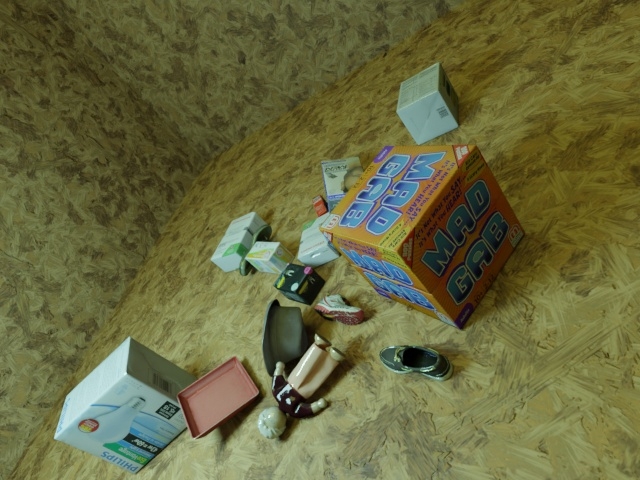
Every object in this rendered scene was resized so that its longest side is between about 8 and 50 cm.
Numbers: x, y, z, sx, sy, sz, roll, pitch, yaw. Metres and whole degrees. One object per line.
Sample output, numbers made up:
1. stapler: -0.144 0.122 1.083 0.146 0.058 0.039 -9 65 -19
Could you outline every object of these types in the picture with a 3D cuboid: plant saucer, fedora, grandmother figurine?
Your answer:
1. plant saucer: -0.368 0.568 1.551 0.259 0.048 0.258 -31 30 -18
2. fedora: -0.113 0.328 1.488 0.124 0.244 0.275 -6 25 5
3. grandmother figurine: -0.075 0.457 1.327 0.207 0.104 0.342 34 86 41

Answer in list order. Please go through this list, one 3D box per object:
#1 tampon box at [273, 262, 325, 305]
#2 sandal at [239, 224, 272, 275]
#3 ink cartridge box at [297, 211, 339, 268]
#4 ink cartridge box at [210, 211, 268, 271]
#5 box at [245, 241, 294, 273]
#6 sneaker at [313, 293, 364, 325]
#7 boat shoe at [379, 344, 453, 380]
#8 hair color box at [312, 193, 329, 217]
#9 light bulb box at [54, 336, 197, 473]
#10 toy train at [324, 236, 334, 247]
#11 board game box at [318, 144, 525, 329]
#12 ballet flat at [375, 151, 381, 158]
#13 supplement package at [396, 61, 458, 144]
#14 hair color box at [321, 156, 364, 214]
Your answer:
1. tampon box: -0.086 0.173 1.718 0.161 0.101 0.120 5 56 52
2. sandal: -0.306 0.056 2.143 0.086 0.120 0.303 10 56 21
3. ink cartridge box: 0.000 0.000 1.838 0.160 0.092 0.219 -26 35 27
4. ink cartridge box: -0.431 0.008 2.311 0.211 0.121 0.289 -16 40 39
5. box: -0.238 0.080 2.003 0.203 0.114 0.103 2 53 49
6. sneaker: 0.068 0.227 1.484 0.225 0.088 0.093 4 54 52
7. boat shoe: 0.247 0.321 1.173 0.227 0.069 0.081 -4 48 48
8. hair color box: 0.018 -0.134 1.983 0.053 0.093 0.167 -37 32 10
9. light bulb box: -0.727 0.637 1.655 0.361 0.358 0.225 -43 29 3
10. toy train: 0.082 -0.044 1.740 0.080 0.105 0.184 -28 7 38
11. board game box: 0.295 -0.028 1.265 0.356 0.356 0.356 -51 31 -13
12. ballet flat: 0.261 -0.336 2.008 0.057 0.049 0.173 24 74 29
13. supplement package: 0.482 -0.610 1.913 0.198 0.199 0.263 -21 37 34
14. hair color box: 0.111 -0.255 1.938 0.185 0.110 0.339 -7 37 -1
